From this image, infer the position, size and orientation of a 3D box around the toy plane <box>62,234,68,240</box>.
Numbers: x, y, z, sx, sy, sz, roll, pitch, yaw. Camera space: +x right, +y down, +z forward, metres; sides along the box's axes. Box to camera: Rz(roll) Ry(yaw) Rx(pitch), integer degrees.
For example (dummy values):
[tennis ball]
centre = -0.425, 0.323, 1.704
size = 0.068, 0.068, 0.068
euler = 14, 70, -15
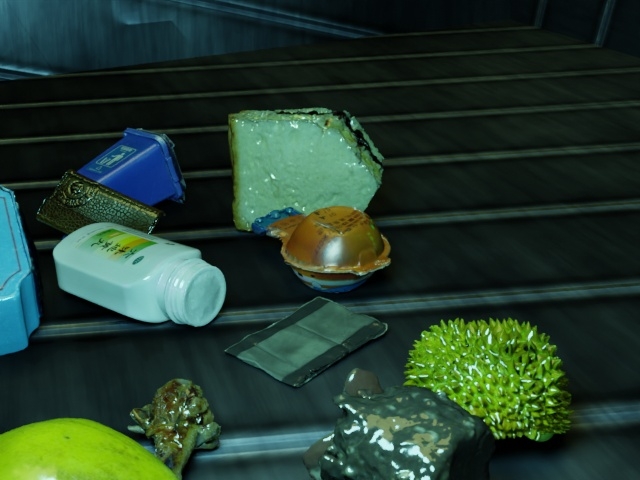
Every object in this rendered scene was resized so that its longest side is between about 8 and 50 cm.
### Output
[toy plane]
centre = -0.457, -0.005, 1.960
size = 0.167, 0.054, 0.062
euler = 0, -2, 5

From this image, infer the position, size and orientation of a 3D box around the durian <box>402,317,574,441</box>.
[durian]
centre = 0.225, 0.194, 1.301
size = 0.236, 0.177, 0.200
euler = -5, -5, 18

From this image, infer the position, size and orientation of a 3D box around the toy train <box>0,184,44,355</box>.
[toy train]
centre = -0.616, 0.049, 1.603
size = 0.265, 0.188, 0.300
euler = -13, 49, -19

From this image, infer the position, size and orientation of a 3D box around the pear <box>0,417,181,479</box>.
[pear]
centre = -0.239, 0.334, 0.922
size = 0.375, 0.287, 0.287
euler = 24, 32, 19

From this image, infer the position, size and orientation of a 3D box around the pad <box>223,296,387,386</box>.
[pad]
centre = -0.022, 0.164, 1.569
size = 0.174, 0.022, 0.233
euler = 20, 33, 40

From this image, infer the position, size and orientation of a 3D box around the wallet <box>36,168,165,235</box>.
[wallet]
centre = -0.450, -0.051, 1.916
size = 0.243, 0.039, 0.133
euler = 25, 72, 18

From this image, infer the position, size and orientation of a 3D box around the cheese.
[cheese]
centre = 0.000, 0.000, 1.800
size = 0.217, 0.129, 0.329
euler = -20, 30, -36

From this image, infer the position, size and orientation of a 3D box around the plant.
[plant]
centre = 0.089, 0.259, 1.153
size = 0.234, 0.178, 0.204
euler = 26, 37, 38

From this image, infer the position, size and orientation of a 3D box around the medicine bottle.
[medicine bottle]
centre = -0.323, 0.061, 1.704
size = 0.324, 0.124, 0.179
euler = 18, 30, 35

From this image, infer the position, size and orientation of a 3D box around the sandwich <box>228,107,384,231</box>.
[sandwich]
centre = -0.027, -0.145, 1.967
size = 0.325, 0.262, 0.131
euler = 3, 23, 12

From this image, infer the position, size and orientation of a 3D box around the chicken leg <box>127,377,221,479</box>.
[chicken leg]
centre = -0.197, 0.271, 1.289
size = 0.125, 0.080, 0.196
euler = -18, 34, -9

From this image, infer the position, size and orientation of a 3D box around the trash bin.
[trash bin]
centre = -0.434, -0.125, 2.102
size = 0.162, 0.184, 0.234
euler = 16, 42, 42
